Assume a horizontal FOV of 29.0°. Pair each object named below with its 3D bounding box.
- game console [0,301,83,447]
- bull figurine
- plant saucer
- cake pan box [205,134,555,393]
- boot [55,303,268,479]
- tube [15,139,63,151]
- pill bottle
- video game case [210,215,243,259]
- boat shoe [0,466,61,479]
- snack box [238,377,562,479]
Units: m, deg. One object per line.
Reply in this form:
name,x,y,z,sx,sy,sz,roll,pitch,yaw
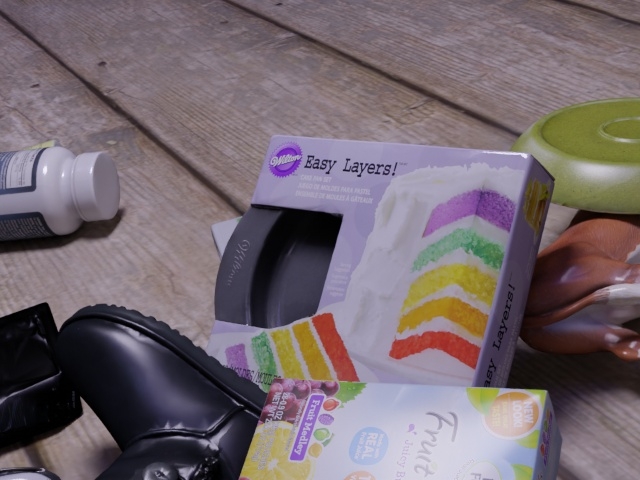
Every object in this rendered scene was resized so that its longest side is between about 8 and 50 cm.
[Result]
game console,-0.374,0.074,1.207,0.213,0.044,0.361,-19,45,-13
bull figurine,0.278,0.010,1.081,0.188,0.101,0.310,3,30,35
plant saucer,0.288,-0.087,1.130,0.241,0.037,0.241,-4,24,2
cake pan box,0.038,0.040,1.014,0.267,0.070,0.245,9,73,34
boot,-0.150,0.163,0.930,0.246,0.094,0.207,27,39,17
tube,-0.449,-0.071,1.611,0.240,0.062,0.070,-16,-14,5
pill bottle,-0.337,-0.056,1.474,0.180,0.108,0.108,-5,28,14
video game case,0.000,0.000,1.311,0.212,0.023,0.193,-16,27,-7
boat shoe,-0.308,0.223,0.967,0.229,0.080,0.076,-18,4,0
snack box,0.046,0.183,0.833,0.207,0.070,0.174,0,49,22
